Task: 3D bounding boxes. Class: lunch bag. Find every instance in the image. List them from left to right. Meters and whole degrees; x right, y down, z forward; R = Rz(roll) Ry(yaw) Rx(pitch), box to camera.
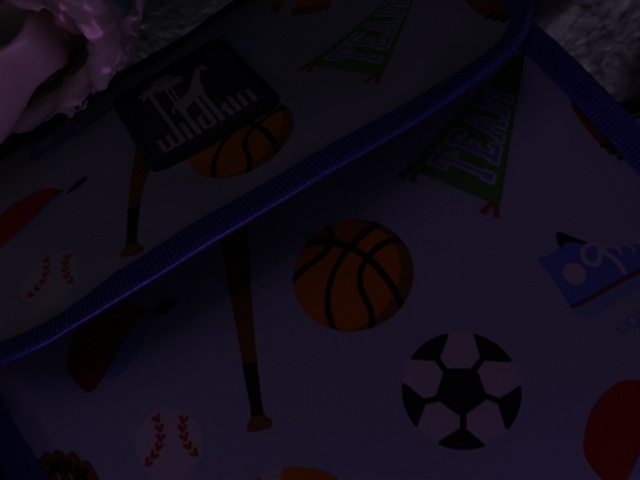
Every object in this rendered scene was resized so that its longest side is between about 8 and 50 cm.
[{"bbox_3d":[0.009,0.045,0.524,0.328,0.385,0.239,-33,160,-6],"label":"lunch bag"}]

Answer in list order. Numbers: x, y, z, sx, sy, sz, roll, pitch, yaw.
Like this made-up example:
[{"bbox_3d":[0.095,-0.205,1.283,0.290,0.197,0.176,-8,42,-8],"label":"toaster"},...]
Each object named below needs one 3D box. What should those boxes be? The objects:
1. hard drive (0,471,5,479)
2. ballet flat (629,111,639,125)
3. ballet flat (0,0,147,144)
[{"bbox_3d":[-0.186,0.116,0.560,0.040,0.210,0.318,-41,171,-11],"label":"hard drive"},{"bbox_3d":[0.292,-0.082,0.788,0.213,0.072,0.068,-16,164,-7],"label":"ballet flat"},{"bbox_3d":[-0.268,-0.047,0.514,0.409,0.147,0.147,-29,137,6],"label":"ballet flat"}]
